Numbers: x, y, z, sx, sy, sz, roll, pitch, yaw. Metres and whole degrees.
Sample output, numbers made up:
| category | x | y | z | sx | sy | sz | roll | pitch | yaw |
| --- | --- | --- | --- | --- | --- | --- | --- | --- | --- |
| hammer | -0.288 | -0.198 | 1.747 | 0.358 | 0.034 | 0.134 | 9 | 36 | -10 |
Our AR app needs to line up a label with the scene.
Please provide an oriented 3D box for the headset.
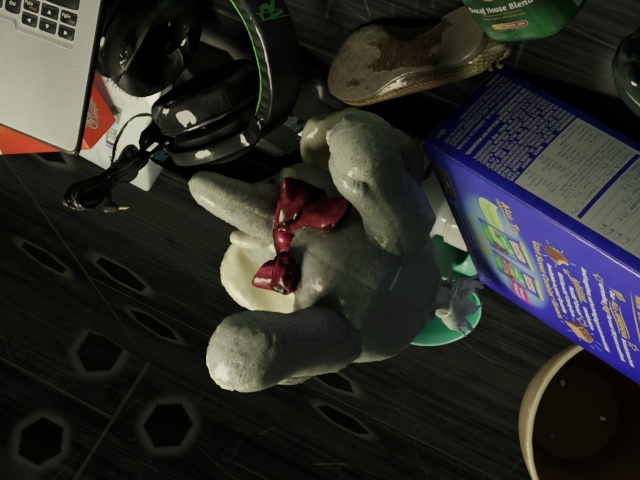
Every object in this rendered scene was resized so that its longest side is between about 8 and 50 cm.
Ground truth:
| category | x | y | z | sx | sy | sz | roll | pitch | yaw |
| --- | --- | --- | --- | --- | --- | --- | --- | --- | --- |
| headset | -0.171 | -0.164 | 1.335 | 0.243 | 0.185 | 0.394 | 48 | 146 | 5 |

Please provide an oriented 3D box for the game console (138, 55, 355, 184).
| category | x | y | z | sx | sy | sz | roll | pitch | yaw |
| --- | --- | --- | --- | --- | --- | --- | --- | --- | --- |
| game console | -0.067 | -0.127 | 1.511 | 0.213 | 0.044 | 0.361 | 22 | 156 | -23 |

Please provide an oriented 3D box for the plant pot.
| category | x | y | z | sx | sy | sz | roll | pitch | yaw |
| --- | --- | --- | --- | --- | --- | --- | --- | --- | --- |
| plant pot | 0.351 | 0.232 | 1.561 | 0.256 | 0.256 | 0.274 | 32 | 176 | -3 |

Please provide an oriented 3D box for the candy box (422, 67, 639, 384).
| category | x | y | z | sx | sy | sz | roll | pitch | yaw |
| --- | --- | --- | --- | --- | --- | --- | --- | --- | --- |
| candy box | 0.274 | 0.013 | 1.180 | 0.317 | 0.122 | 0.268 | 37 | 167 | 34 |

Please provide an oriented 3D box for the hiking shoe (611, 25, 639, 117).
| category | x | y | z | sx | sy | sz | roll | pitch | yaw |
| --- | --- | --- | --- | --- | --- | --- | --- | --- | --- |
| hiking shoe | 0.358 | -0.063 | 0.976 | 0.304 | 0.113 | 0.132 | 29 | 160 | 8 |

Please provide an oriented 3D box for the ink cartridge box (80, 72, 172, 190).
| category | x | y | z | sx | sy | sz | roll | pitch | yaw |
| --- | --- | --- | --- | --- | --- | --- | --- | --- | --- |
| ink cartridge box | -0.344 | -0.234 | 1.632 | 0.308 | 0.091 | 0.385 | 29 | 162 | 6 |

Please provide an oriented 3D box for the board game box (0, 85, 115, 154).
| category | x | y | z | sx | sy | sz | roll | pitch | yaw |
| --- | --- | --- | --- | --- | --- | --- | --- | --- | --- |
| board game box | -0.451 | -0.222 | 1.630 | 0.316 | 0.064 | 0.242 | 0 | 134 | 37 |

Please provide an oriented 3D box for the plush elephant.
| category | x | y | z | sx | sy | sz | roll | pitch | yaw |
| --- | --- | --- | --- | --- | --- | --- | --- | --- | --- |
| plush elephant | -0.011 | -0.005 | 1.246 | 0.255 | 0.272 | 0.330 | 30 | -173 | 37 |

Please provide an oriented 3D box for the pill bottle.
| category | x | y | z | sx | sy | sz | roll | pitch | yaw |
| --- | --- | --- | --- | --- | --- | --- | --- | --- | --- |
| pill bottle | 0.098 | -0.060 | 1.374 | 0.180 | 0.108 | 0.108 | 26 | 160 | 15 |

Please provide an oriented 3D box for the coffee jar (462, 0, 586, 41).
| category | x | y | z | sx | sy | sz | roll | pitch | yaw |
| --- | --- | --- | --- | --- | --- | --- | --- | --- | --- |
| coffee jar | 0.122 | -0.238 | 0.951 | 0.096 | 0.079 | 0.184 | 5 | 147 | 52 |

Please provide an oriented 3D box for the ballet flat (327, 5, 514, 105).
| category | x | y | z | sx | sy | sz | roll | pitch | yaw |
| --- | --- | --- | --- | --- | --- | --- | --- | --- | --- |
| ballet flat | 0.092 | -0.171 | 1.181 | 0.058 | 0.084 | 0.250 | 15 | 168 | -33 |

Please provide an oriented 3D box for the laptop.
| category | x | y | z | sx | sy | sz | roll | pitch | yaw |
| --- | --- | --- | --- | --- | --- | --- | --- | --- | --- |
| laptop | -0.405 | -0.316 | 1.155 | 0.382 | 0.408 | 0.236 | 22 | -160 | 25 |

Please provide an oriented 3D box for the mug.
| category | x | y | z | sx | sy | sz | roll | pitch | yaw |
| --- | --- | --- | --- | --- | --- | --- | --- | --- | --- |
| mug | 0.149 | 0.052 | 1.574 | 0.157 | 0.097 | 0.129 | -16 | 131 | 18 |
